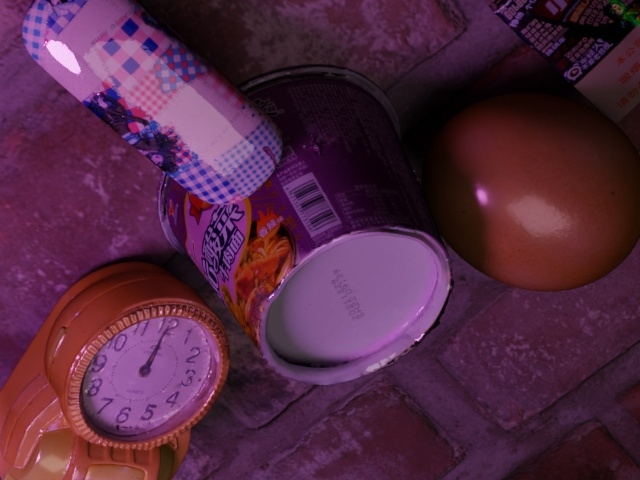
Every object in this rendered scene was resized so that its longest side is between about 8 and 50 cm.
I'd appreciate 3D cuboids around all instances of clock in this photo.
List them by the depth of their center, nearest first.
[{"bbox_3d":[-0.260,0.176,2.075,0.244,0.200,0.317,11,116,-40],"label":"clock"}]

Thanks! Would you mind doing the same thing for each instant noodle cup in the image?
[{"bbox_3d":[0.000,0.000,1.987,0.340,0.266,0.339,-16,136,-16],"label":"instant noodle cup"}]

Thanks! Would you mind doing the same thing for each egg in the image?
[{"bbox_3d":[0.270,-0.063,2.081,0.322,0.250,0.250,12,123,-38],"label":"egg"}]

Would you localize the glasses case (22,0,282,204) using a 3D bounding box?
[{"bbox_3d":[-0.181,-0.167,1.803,0.327,0.076,0.125,40,102,-22],"label":"glasses case"}]

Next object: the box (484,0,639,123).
[{"bbox_3d":[0.347,-0.296,2.026,0.198,0.084,0.310,-43,136,14],"label":"box"}]
